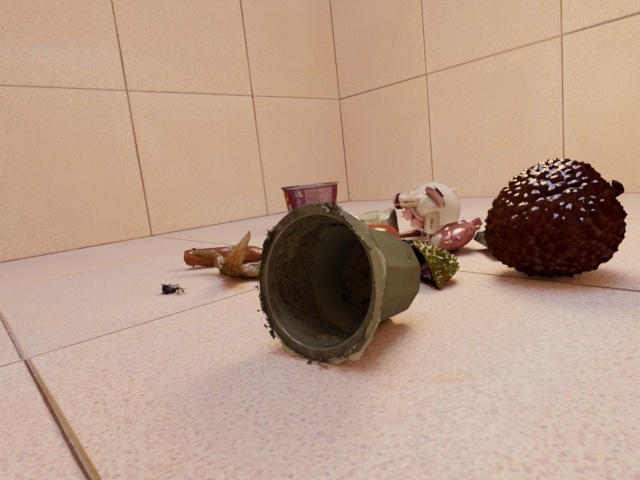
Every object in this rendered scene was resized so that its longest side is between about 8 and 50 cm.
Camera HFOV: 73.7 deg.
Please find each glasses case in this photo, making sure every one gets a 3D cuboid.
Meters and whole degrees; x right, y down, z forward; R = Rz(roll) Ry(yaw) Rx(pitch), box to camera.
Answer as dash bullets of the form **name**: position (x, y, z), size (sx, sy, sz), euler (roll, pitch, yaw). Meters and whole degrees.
- **glasses case**: position (0.563, 0.008, 1.385), size (0.071, 0.047, 0.205), euler (24, 11, 0)

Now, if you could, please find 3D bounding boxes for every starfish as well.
- **starfish**: position (-0.238, 0.062, 1.432), size (0.384, 0.132, 0.398), euler (0, -7, -15)

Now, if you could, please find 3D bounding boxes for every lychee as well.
- **lychee**: position (0.576, -0.052, 1.063), size (0.330, 0.306, 0.306), euler (-28, 3, 18)

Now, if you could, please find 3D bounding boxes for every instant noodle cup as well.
- **instant noodle cup**: position (-0.042, -0.187, 2.402), size (0.340, 0.265, 0.340), euler (-7, 10, 1)

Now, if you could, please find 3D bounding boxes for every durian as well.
- **durian**: position (0.309, 0.049, 1.149), size (0.108, 0.118, 0.187), euler (-12, 9, -10)

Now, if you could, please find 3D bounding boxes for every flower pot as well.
- **flower pot**: position (0.055, 0.078, 0.826), size (0.290, 0.290, 0.259), euler (1, -2, 37)

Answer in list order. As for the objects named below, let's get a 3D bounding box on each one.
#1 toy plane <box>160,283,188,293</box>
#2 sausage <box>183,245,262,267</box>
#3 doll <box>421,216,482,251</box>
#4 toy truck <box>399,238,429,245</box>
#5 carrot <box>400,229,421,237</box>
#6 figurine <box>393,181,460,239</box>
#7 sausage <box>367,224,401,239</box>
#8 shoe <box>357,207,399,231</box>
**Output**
- **toy plane**: position (-0.460, 0.149, 1.329), size (0.121, 0.031, 0.049), euler (-2, 1, 42)
- **sausage**: position (-0.373, 0.060, 1.671), size (0.327, 0.079, 0.087), euler (-3, 9, 7)
- **doll**: position (0.464, -0.017, 1.498), size (0.211, 0.093, 0.262), euler (-24, 5, 35)
- **toy truck**: position (0.252, 0.036, 1.318), size (0.192, 0.092, 0.083), euler (-6, 7, -34)
- **carrot**: position (0.395, -0.029, 1.868), size (0.093, 0.032, 0.032), euler (-9, 9, 1)
- **figurine**: position (0.485, -0.134, 1.845), size (0.211, 0.253, 0.361), euler (-32, -8, 26)
- **sausage**: position (0.154, 0.016, 1.399), size (0.255, 0.148, 0.148), euler (-9, 9, -13)
- **shoe**: position (0.246, -0.070, 1.944), size (0.211, 0.132, 0.342), euler (-9, 5, 9)
